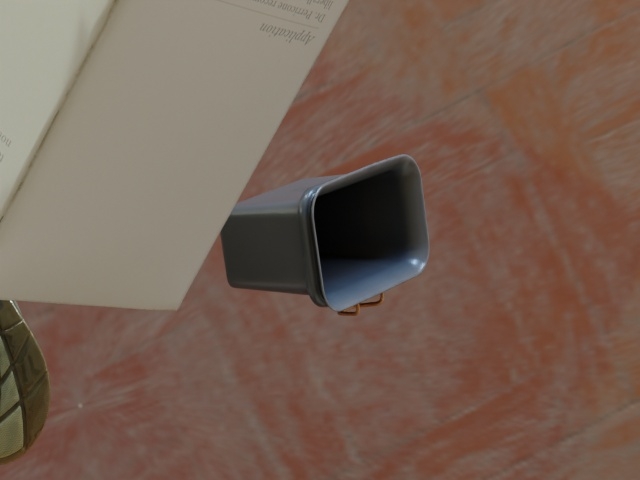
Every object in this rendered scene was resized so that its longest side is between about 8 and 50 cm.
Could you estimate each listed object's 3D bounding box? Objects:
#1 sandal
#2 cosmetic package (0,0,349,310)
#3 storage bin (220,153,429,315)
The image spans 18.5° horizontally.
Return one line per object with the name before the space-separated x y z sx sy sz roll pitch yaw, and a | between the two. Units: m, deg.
sandal | -0.238 0.066 1.355 0.072 0.049 0.180 -20 84 -20
cosmetic package | -0.119 -0.123 0.844 0.224 0.138 0.224 41 109 32
storage bin | 0.000 0.000 1.323 0.091 0.135 0.098 0 103 35
